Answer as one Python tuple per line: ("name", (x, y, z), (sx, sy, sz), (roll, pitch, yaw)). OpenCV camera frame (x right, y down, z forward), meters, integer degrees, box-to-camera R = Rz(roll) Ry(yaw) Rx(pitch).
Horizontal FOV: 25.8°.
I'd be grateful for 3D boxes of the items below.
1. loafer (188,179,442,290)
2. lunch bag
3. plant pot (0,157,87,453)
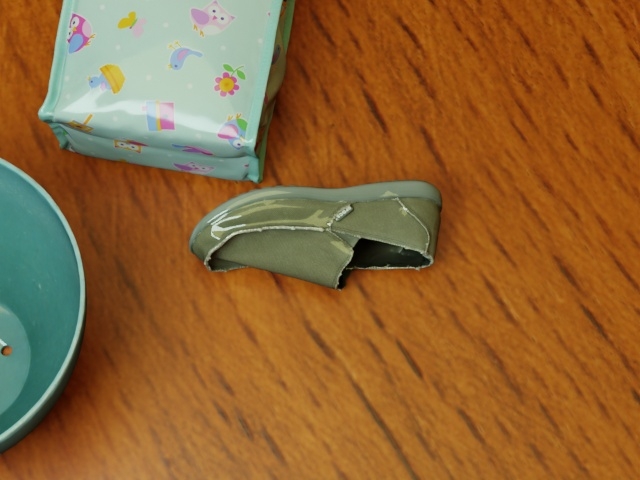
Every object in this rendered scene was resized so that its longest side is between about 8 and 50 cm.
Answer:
("loafer", (0.000, 0.000, 1.343), (0.251, 0.094, 0.087), (-8, 66, -4))
("lunch bag", (-0.141, -0.208, 1.387), (0.223, 0.160, 0.262), (8, 75, 3))
("plant pot", (-0.343, 0.082, 1.251), (0.290, 0.195, 0.290), (0, 70, -1))
